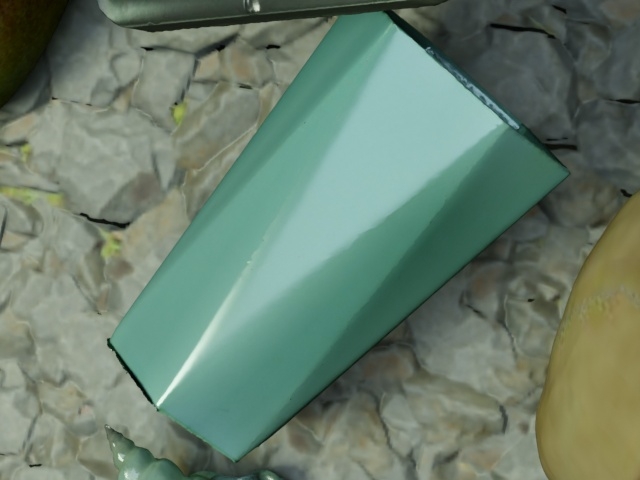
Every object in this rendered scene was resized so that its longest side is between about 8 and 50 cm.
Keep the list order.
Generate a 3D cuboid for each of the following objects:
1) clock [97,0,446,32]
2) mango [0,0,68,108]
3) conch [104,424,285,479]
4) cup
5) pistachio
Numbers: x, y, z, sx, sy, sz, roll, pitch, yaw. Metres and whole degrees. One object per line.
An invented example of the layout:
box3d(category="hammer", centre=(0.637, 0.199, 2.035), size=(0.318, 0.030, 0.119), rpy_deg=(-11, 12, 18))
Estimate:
box3d(category="clock", centre=(-0.016, -0.253, 0.896), size=(0.273, 0.049, 0.279), rpy_deg=(3, 91, 45))
box3d(category="mango", centre=(-0.181, -0.188, 0.942), size=(0.111, 0.133, 0.268), rpy_deg=(12, 110, 7))
box3d(category="conch", centre=(-0.060, 0.170, 0.964), size=(0.180, 0.088, 0.065), rpy_deg=(51, 142, 0))
box3d(category="cup", centre=(0.000, 0.000, 0.910), size=(0.236, 0.148, 0.134), rpy_deg=(-48, 50, 7))
box3d(category="pistachio", centre=(0.196, 0.056, 0.817), size=(0.162, 0.293, 0.181), rpy_deg=(31, 53, 17))
